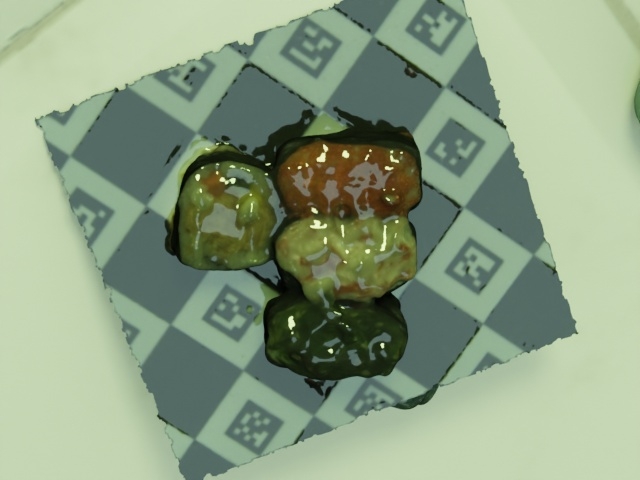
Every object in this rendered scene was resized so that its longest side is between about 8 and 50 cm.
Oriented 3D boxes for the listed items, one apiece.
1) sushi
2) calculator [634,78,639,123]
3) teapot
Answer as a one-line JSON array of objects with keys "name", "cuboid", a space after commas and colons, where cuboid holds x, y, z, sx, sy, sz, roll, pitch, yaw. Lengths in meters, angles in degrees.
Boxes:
[{"name": "sushi", "cuboid": [0.000, 0.000, 0.935, 0.231, 0.047, 0.219, -21, 106, -2]}, {"name": "calculator", "cuboid": [0.256, -0.140, 0.953, 0.141, 0.045, 0.246, 6, 116, -16]}, {"name": "teapot", "cuboid": [0.029, 0.056, 1.003, 0.083, 0.049, 0.063, 19, 113, -18]}]
